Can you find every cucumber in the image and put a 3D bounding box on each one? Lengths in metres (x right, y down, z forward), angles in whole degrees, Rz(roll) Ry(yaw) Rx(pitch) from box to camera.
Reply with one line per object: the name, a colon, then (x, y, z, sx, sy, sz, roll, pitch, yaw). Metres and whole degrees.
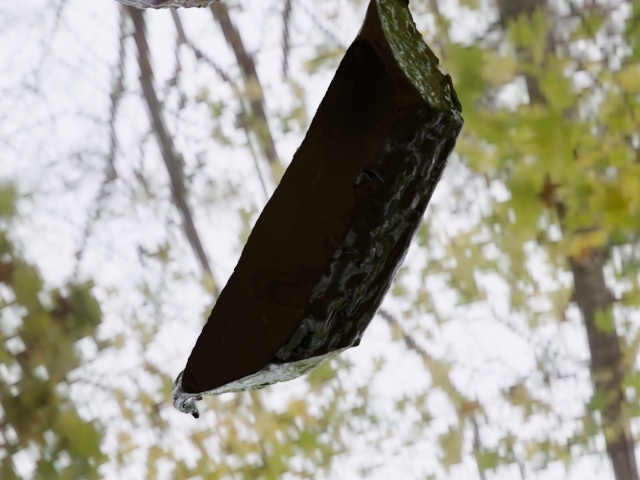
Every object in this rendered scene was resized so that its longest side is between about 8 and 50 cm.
cucumber: (0.000, 0.000, 0.844, 0.070, 0.220, 0.046, 35, -160, 27)

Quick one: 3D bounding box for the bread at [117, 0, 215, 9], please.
bread: (-0.091, -0.117, 0.435, 0.193, 0.193, 0.064, 34, -97, 37)
